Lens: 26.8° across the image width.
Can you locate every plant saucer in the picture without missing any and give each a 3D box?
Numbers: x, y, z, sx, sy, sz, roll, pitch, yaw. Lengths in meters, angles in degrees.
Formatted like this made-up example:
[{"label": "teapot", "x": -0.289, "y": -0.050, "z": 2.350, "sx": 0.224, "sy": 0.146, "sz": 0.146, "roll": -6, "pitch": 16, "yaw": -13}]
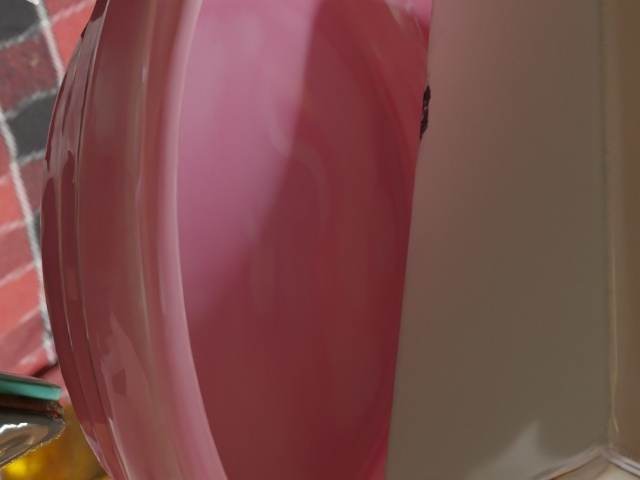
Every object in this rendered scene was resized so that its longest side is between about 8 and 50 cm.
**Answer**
[{"label": "plant saucer", "x": 0.000, "y": 0.000, "z": 0.544, "sx": 0.332, "sy": 0.084, "sz": 0.332, "roll": 11, "pitch": 77, "yaw": -58}]

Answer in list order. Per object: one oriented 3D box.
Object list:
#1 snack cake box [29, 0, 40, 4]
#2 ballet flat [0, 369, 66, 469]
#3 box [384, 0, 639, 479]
[{"label": "snack cake box", "x": -0.284, "y": -0.305, "z": 0.966, "sx": 0.152, "sy": 0.264, "sz": 0.089, "roll": -61, "pitch": 175, "yaw": -14}, {"label": "ballet flat", "x": -0.213, "y": 0.063, "z": 0.436, "sx": 0.280, "sy": 0.095, "sz": 0.096, "roll": 22, "pitch": 77, "yaw": -42}, {"label": "box", "x": 0.096, "y": -0.015, "z": 0.418, "sx": 0.113, "sy": 0.275, "sz": 0.094, "roll": 29, "pitch": 137, "yaw": -21}]
